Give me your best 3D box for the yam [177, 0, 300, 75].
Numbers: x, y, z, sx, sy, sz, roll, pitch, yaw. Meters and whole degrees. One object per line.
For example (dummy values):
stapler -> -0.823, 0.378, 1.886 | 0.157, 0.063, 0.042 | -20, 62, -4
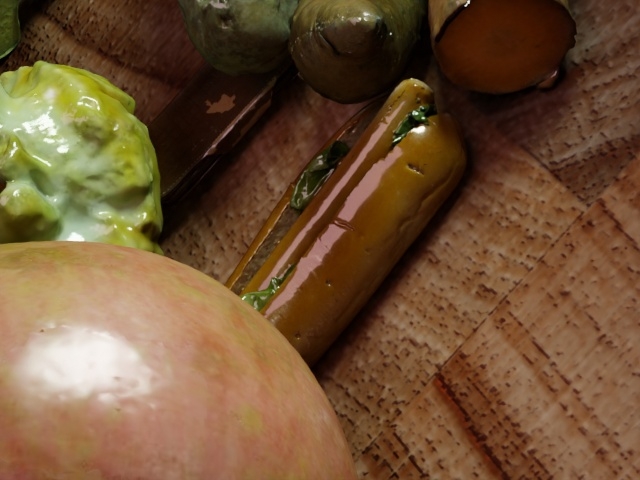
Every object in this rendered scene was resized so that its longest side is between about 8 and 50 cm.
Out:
yam -> -0.058, -0.260, 1.384 | 0.133, 0.133, 0.330 | -27, 47, 27

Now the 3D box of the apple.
apple -> -0.161, 0.171, 1.043 | 0.364, 0.364, 0.364 | -22, 51, 30

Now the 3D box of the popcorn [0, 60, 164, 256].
popcorn -> -0.207, -0.018, 1.323 | 0.204, 0.183, 0.221 | -27, 61, 51

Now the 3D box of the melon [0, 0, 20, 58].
melon -> -0.263, -0.248, 1.587 | 0.209, 0.118, 0.064 | -42, 58, -5

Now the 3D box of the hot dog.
hot dog -> 0.000, 0.000, 1.213 | 0.249, 0.068, 0.100 | -52, 43, 3

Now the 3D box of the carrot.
carrot -> 0.109, -0.221, 1.240 | 0.102, 0.102, 0.263 | -28, 47, 26

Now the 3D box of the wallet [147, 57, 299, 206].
wallet -> -0.075, -0.106, 1.381 | 0.176, 0.026, 0.095 | -47, 38, 3

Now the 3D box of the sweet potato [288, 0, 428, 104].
sweet potato -> 0.029, -0.168, 1.253 | 0.098, 0.124, 0.310 | -6, 33, 10
